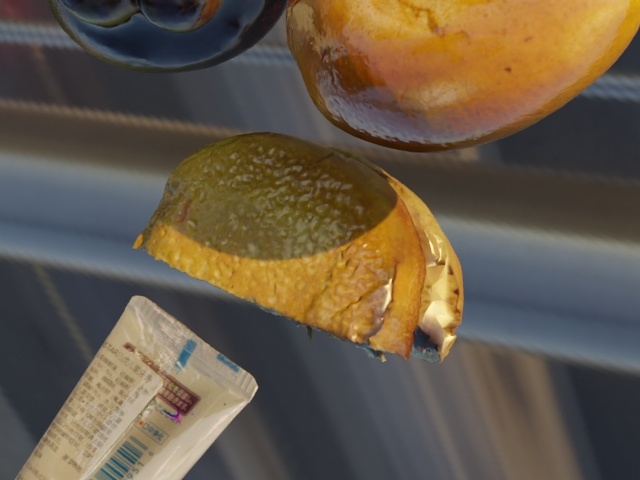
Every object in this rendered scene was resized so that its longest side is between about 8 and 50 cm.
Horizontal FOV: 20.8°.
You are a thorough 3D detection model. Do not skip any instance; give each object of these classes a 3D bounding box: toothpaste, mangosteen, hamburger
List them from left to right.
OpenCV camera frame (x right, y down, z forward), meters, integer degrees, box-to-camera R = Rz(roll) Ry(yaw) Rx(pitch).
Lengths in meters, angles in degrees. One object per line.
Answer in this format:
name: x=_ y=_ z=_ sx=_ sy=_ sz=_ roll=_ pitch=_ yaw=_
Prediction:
toothpaste: x=-0.167 y=0.183 z=1.132 sx=0.114 sy=0.299 sz=0.073 roll=35 pitch=176 yaw=27
mangosteen: x=-0.139 y=-0.280 z=1.624 sx=0.275 sy=0.302 sz=0.275 roll=-1 pitch=105 yaw=-3
hamburger: x=0.000 y=0.000 z=1.413 sx=0.283 sy=0.156 sz=0.144 roll=21 pitch=171 yaw=28

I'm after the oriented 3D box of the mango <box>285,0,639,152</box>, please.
mango: x=0.107 y=-0.141 z=1.165 sx=0.257 sy=0.187 sz=0.138 roll=10 pitch=135 yaw=57
